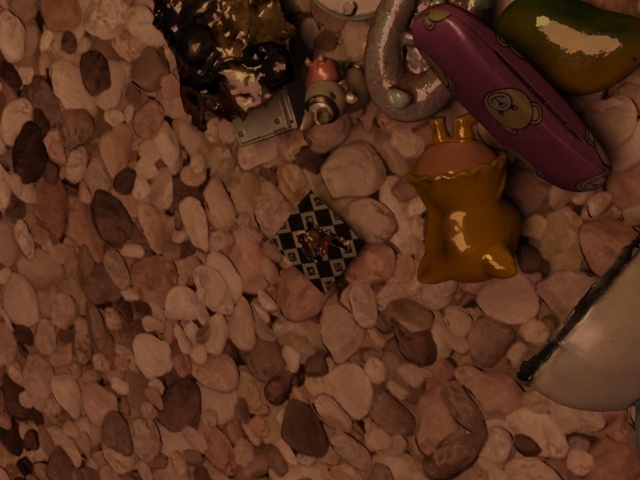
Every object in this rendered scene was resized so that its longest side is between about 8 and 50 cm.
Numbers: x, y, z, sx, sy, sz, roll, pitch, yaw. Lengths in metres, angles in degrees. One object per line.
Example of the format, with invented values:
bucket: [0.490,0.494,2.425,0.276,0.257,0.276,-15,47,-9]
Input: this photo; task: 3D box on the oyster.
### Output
oyster: [-0.158,-0.339,1.651,0.221,0.096,0.361,-25,75,25]

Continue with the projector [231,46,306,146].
projector: [-0.090,-0.224,1.703,0.115,0.061,0.147,-16,97,32]

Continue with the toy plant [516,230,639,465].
toy plant: [0.423,0.177,1.333,0.332,0.247,0.247,40,121,10]

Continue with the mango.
mango: [0.308,-0.241,1.442,0.191,0.085,0.122,25,115,25]

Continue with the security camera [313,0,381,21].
security camera: [0.006,-0.439,1.573,0.157,0.080,0.301,-37,96,18]

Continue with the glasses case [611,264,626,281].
glasses case: [0.488,0.173,1.464,0.144,0.076,0.336,-20,93,34]

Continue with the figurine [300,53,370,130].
figurine: [0.003,-0.206,1.600,0.081,0.146,0.098,-38,83,35]

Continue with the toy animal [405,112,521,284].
toy animal: [0.190,-0.054,1.539,0.156,0.156,0.230,-6,98,32]

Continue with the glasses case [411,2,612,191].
glasses case: [0.239,-0.174,1.441,0.316,0.076,0.123,42,166,-15]

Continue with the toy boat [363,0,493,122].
toy boat: [0.135,-0.260,1.525,0.155,0.085,0.227,26,117,6]

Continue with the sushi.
sushi: [0.000,0.000,1.738,0.120,0.026,0.126,45,126,9]
